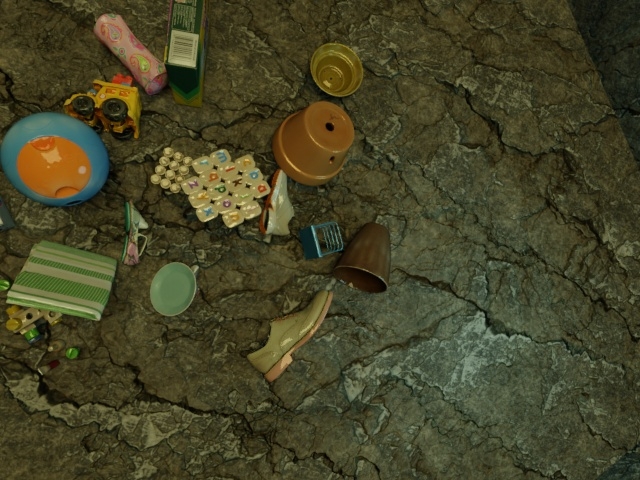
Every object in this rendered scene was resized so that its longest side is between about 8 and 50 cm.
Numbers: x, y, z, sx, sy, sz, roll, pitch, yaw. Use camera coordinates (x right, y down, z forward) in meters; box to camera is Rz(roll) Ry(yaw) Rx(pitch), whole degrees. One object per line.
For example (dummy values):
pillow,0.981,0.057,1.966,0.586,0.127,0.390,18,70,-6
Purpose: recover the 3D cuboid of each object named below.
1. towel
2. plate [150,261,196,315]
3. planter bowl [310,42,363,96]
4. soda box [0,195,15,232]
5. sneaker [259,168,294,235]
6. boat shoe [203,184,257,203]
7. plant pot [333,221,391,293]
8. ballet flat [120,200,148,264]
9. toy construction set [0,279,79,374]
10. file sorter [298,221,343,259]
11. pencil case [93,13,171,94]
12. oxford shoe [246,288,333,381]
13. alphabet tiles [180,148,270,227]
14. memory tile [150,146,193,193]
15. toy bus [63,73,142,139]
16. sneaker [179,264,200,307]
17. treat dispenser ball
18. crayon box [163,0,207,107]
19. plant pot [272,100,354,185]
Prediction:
towel,-0.765,0.113,1.262,0.248,0.325,0.038,19,109,-27
plate,-0.510,0.170,1.453,0.188,0.024,0.188,-4,75,17
planter bowl,0.054,-0.667,1.676,0.217,0.090,0.217,1,85,-15
soda box,-1.093,-0.159,1.318,0.091,0.098,0.286,-25,93,-16
sneaker,-0.151,-0.141,1.589,0.121,0.099,0.262,14,82,-31
boat shoe,-0.324,-0.172,1.544,0.228,0.069,0.081,-7,87,-16
plant pot,0.186,0.054,1.614,0.215,0.215,0.230,27,64,-12
ballet flat,-0.644,-0.024,1.450,0.079,0.077,0.221,4,89,-33
toy construction set,-0.853,0.255,1.278,0.257,0.237,0.308,-9,88,-16
file sorter,0.000,0.000,1.570,0.104,0.170,0.118,-14,89,-20
pencil case,-0.652,-0.651,1.462,0.124,0.124,0.284,-45,96,-14
oxford shoe,-0.106,0.319,1.534,0.146,0.140,0.397,40,75,-2
alphabet tiles,-0.337,-0.188,1.496,0.278,0.021,0.284,-28,82,-20
memory tile,-0.541,-0.255,1.521,0.113,0.012,0.148,24,79,-13
toy bus,-0.727,-0.477,1.428,0.220,0.149,0.211,7,71,-12
sneaker,-0.463,0.167,1.496,0.065,0.061,0.158,26,81,-37
treat dispenser ball,-0.820,-0.250,1.301,0.288,0.288,0.288,1,85,-15
crayon box,-0.443,-0.691,1.425,0.106,0.313,0.363,6,85,-12
plant pot,-0.010,-0.373,1.542,0.291,0.203,0.290,7,72,-24
